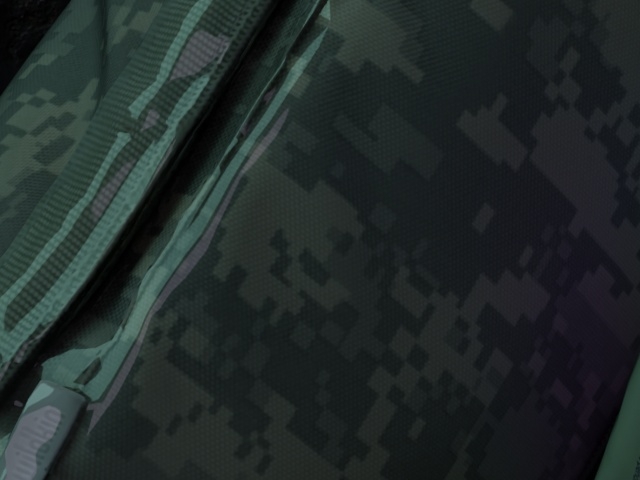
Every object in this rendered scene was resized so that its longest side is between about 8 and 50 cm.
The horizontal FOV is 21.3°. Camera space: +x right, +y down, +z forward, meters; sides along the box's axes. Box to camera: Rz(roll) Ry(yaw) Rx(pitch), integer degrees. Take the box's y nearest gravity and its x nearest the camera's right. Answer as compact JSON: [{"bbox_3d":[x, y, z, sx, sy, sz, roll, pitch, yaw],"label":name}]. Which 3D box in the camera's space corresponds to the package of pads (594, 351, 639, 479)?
[{"bbox_3d":[0.171,0.020,0.486,0.101,0.229,0.296,26,50,19],"label":"package of pads"}]

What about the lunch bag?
[{"bbox_3d":[0.000,0.000,0.508,0.212,0.256,0.305,25,75,26],"label":"lunch bag"}]
